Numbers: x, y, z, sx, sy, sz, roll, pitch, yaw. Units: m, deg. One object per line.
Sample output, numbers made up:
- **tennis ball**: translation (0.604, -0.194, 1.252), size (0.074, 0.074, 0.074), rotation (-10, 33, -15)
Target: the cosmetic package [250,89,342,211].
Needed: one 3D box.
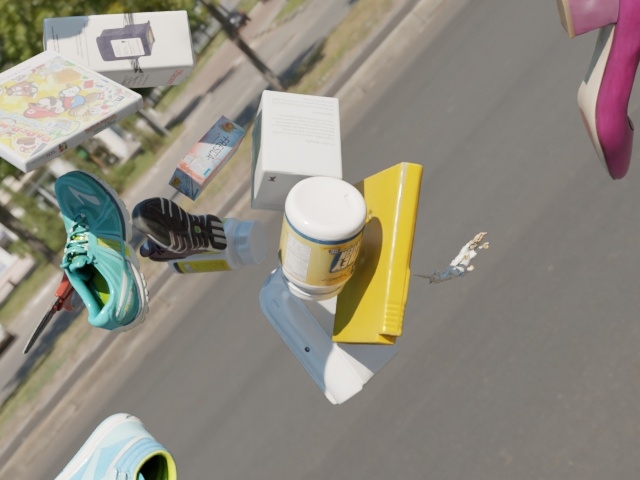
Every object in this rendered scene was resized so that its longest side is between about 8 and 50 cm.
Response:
- **cosmetic package**: translation (-0.049, -0.165, 1.845), size (0.151, 0.151, 0.183), rotation (116, 157, -60)

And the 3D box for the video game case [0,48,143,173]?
- **video game case**: translation (-0.407, -0.195, 1.397), size (0.206, 0.227, 0.026), rotation (-37, -39, -32)

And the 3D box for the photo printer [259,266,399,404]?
- **photo printer**: translation (0.013, 0.171, 2.043), size (0.107, 0.307, 0.256), rotation (-40, -6, 26)

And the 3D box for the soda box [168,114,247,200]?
- **soda box**: translation (-0.204, -0.152, 1.759), size (0.063, 0.058, 0.183), rotation (-55, 2, 42)

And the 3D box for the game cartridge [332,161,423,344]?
- **game cartridge**: translation (0.103, 0.034, 1.802), size (0.285, 0.053, 0.323), rotation (164, 114, -72)

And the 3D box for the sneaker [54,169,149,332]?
- **sneaker**: translation (-0.351, 0.012, 1.495), size (0.107, 0.275, 0.110), rotation (-31, -14, 26)

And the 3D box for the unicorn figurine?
- **unicorn figurine**: translation (0.302, 0.049, 2.102), size (0.162, 0.060, 0.111), rotation (-30, -5, -31)

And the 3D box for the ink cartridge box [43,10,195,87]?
- **ink cartridge box**: translation (-0.347, -0.320, 1.648), size (0.237, 0.100, 0.172), rotation (-7, 1, -16)

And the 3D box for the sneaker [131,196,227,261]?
- **sneaker**: translation (-0.326, -0.002, 1.954), size (0.163, 0.106, 0.281), rotation (-18, -19, 25)

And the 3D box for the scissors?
- **scissors**: translation (-0.450, 0.099, 1.636), size (0.297, 0.021, 0.109), rotation (-74, -2, -77)

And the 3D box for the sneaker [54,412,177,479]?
- **sneaker**: translation (-0.370, 0.459, 1.634), size (0.208, 0.127, 0.319), rotation (16, 69, 49)

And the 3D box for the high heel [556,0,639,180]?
- **high heel**: translation (0.478, -0.253, 1.450), size (0.181, 0.377, 0.127), rotation (-17, 42, 10)

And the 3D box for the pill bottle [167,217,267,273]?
- **pill bottle**: translation (-0.232, 0.011, 2.147), size (0.209, 0.119, 0.119), rotation (-4, 32, 20)

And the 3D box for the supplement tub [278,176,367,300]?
- **supplement tub**: translation (0.000, 0.000, 1.726), size (0.199, 0.144, 0.144), rotation (101, -166, -47)
